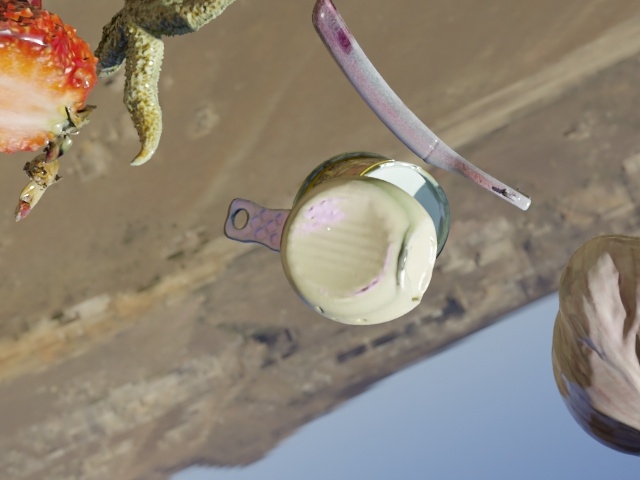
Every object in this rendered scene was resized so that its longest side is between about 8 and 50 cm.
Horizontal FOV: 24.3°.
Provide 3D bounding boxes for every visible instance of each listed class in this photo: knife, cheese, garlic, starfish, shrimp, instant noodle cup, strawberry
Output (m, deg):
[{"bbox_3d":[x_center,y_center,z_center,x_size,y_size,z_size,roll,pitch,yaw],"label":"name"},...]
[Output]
[{"bbox_3d":[0.086,-0.124,1.415,0.053,0.278,0.123,-46,-174,0],"label":"knife"},{"bbox_3d":[0.000,0.000,1.389,0.227,0.137,0.064,14,177,33],"label":"cheese"},{"bbox_3d":[0.396,0.127,1.646,0.318,0.259,0.317,-11,145,-8],"label":"garlic"},{"bbox_3d":[-0.198,-0.297,1.832,0.357,0.078,0.347,-63,-153,17],"label":"starfish"},{"bbox_3d":[-0.369,-0.069,1.885,0.095,0.045,0.162,-47,-175,-1],"label":"shrimp"},{"bbox_3d":[0.070,-0.023,1.810,0.182,0.182,0.144,-23,-174,-17],"label":"instant noodle cup"},{"bbox_3d":[-0.317,-0.176,1.392,0.175,0.106,0.236,-27,139,20],"label":"strawberry"}]

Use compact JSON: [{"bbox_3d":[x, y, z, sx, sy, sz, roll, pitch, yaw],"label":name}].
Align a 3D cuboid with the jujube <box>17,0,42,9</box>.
[{"bbox_3d":[-0.480,-0.364,2.134,0.155,0.230,0.155,-7,160,-3],"label":"jujube"}]
